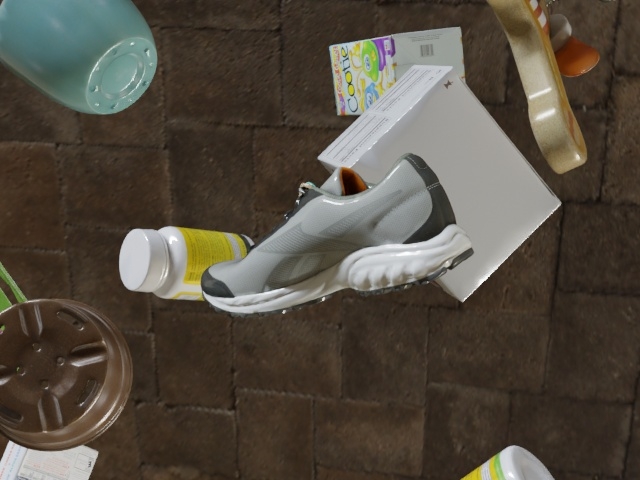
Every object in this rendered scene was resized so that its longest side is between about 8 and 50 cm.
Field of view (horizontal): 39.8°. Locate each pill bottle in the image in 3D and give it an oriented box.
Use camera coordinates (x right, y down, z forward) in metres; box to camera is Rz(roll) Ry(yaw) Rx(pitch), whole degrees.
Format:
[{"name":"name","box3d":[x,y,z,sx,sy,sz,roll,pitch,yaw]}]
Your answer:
[{"name":"pill bottle","box3d":[0.228,0.422,1.298,0.136,0.136,0.245,45,112,-8]},{"name":"pill bottle","box3d":[-0.215,0.039,1.459,0.119,0.208,0.119,-9,78,48]}]

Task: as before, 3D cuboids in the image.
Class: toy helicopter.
[{"name":"toy helicopter","box3d":[0.240,-0.231,1.014,0.140,0.235,0.355,-21,63,25]}]

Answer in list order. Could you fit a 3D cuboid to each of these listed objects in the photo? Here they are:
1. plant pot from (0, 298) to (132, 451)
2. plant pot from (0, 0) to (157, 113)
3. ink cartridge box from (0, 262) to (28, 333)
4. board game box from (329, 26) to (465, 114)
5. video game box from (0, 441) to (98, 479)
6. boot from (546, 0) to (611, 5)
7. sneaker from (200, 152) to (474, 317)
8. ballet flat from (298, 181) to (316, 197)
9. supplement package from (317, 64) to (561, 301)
[{"name":"plant pot","box3d":[-0.274,0.132,0.891,0.167,0.165,0.167,2,79,-12]},{"name":"plant pot","box3d":[-0.483,-0.401,1.836,0.235,0.293,0.293,40,119,22]},{"name":"ink cartridge box","box3d":[-0.606,0.154,1.537,0.189,0.097,0.255,51,131,13]},{"name":"board game box","box3d":[0.140,-0.314,1.671,0.144,0.275,0.142,-11,102,-20]},{"name":"video game box","box3d":[-0.470,0.418,1.477,0.048,0.187,0.205,8,158,21]},{"name":"boot","box3d":[0.471,-0.484,1.749,0.198,0.077,0.137,26,119,-4]},{"name":"sneaker","box3d":[0.000,0.000,0.761,0.271,0.100,0.108,-17,93,37]},{"name":"ballet flat","box3d":[-0.011,-0.016,1.718,0.073,0.067,0.206,26,147,48]},{"name":"supplement package","box3d":[0.167,-0.084,1.257,0.204,0.145,0.262,-44,109,-4]}]
